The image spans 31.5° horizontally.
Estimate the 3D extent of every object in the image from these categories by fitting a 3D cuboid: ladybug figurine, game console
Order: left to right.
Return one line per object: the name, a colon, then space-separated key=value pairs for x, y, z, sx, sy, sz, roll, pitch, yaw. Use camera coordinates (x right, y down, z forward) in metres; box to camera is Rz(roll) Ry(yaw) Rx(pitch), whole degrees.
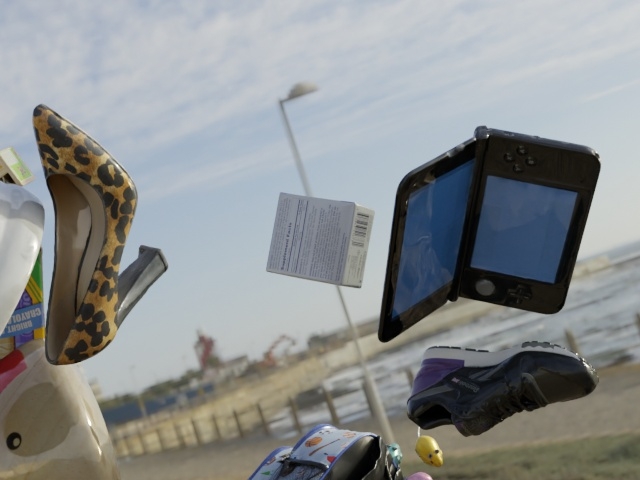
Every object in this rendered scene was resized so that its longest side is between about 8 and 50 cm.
ladybug figurine: x=-0.377 y=0.289 z=1.510 sx=0.162 sy=0.305 sz=0.449 roll=-17 pitch=-3 yaw=-19
game console: x=0.227 y=0.013 z=1.547 sx=0.250 sy=0.293 sz=0.173 roll=12 pitch=39 yaw=9

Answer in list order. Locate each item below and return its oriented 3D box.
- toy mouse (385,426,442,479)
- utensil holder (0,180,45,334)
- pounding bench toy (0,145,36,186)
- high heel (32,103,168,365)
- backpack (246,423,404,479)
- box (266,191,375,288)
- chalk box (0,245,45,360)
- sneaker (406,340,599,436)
toy mouse: x=0.146 y=0.392 z=1.955 sx=0.143 sy=0.161 sz=0.031 roll=-27 pitch=-43 yaw=-9
utensil holder: x=-0.538 y=-0.006 z=1.166 sx=0.385 sy=0.327 sz=0.328 roll=34 pitch=-35 yaw=-27
pounding bench toy: x=-0.416 y=-0.089 z=1.431 sx=0.065 sy=0.083 sz=0.052 roll=-33 pitch=9 yaw=12
high heel: x=-0.277 y=0.000 z=1.225 sx=0.093 sy=0.261 sz=0.186 roll=3 pitch=42 yaw=39
backpack: x=0.010 y=0.431 z=1.809 sx=0.213 sy=0.276 sz=0.263 roll=14 pitch=43 yaw=42
box: x=0.000 y=0.000 z=1.730 sx=0.137 sy=0.126 sz=0.072 roll=10 pitch=-1 yaw=30
chalk box: x=-0.527 y=0.129 z=1.748 sx=0.179 sy=0.288 sz=0.180 roll=-5 pitch=17 yaw=-24
sneaker: x=0.244 y=0.220 z=1.558 sx=0.283 sy=0.107 sz=0.124 roll=-9 pitch=42 yaw=43
